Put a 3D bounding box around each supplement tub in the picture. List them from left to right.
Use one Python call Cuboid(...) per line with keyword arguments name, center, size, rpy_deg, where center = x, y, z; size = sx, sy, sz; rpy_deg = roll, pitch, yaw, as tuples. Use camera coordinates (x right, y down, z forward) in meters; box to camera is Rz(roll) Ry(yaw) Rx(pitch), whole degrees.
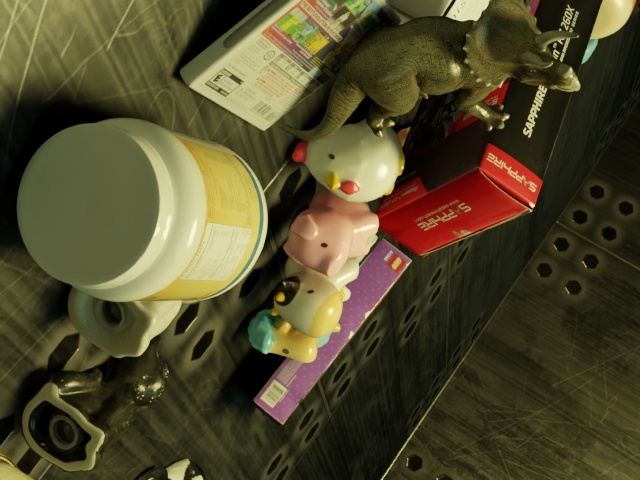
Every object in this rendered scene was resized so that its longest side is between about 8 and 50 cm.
Cuboid(name="supplement tub", center=(-0.141, -0.022, 0.932), size=(0.144, 0.144, 0.199), rpy_deg=(-60, 162, 7))

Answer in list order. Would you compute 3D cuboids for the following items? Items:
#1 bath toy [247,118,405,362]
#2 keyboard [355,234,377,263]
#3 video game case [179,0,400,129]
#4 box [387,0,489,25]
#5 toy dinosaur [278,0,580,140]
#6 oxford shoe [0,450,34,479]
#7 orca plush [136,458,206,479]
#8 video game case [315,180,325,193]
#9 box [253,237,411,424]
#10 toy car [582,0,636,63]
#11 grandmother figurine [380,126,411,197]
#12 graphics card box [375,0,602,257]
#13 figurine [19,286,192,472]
Cuboid(name="bath toy", center=(0.000, 0.000, 1.407), size=(0.129, 0.151, 0.348), rpy_deg=(3, 133, -18))
Cuboid(name="keyboard", center=(0.016, 0.074, 1.626), size=(0.072, 0.014, 0.256), rpy_deg=(-48, 175, -37))
Cuboid(name="video game case", center=(-0.022, -0.186, 1.076), size=(0.183, 0.023, 0.201), rpy_deg=(-37, 165, 10))
Cuboid(name="box", center=(0.168, -0.332, 1.278), size=(0.262, 0.126, 0.231), rpy_deg=(-58, 162, 1))
Cuboid(name="toy dinosaur", center=(0.103, -0.175, 1.135), size=(0.160, 0.313, 0.121), rpy_deg=(56, 35, -62))
Cuboid(name="oxford shoe", center=(-0.285, 0.292, 1.064), size=(0.140, 0.146, 0.397), rpy_deg=(-55, 162, -7))
Cuboid(name="orca plush", center=(-0.221, 0.385, 1.470), size=(0.151, 0.102, 0.287), rpy_deg=(-64, 162, 18))
Cuboid(name="video game case", center=(0.037, -0.073, 1.539), size=(0.143, 0.019, 0.157), rpy_deg=(-47, 160, -30))
Cuboid(name="box", center=(0.013, 0.140, 1.658), size=(0.293, 0.057, 0.201), rpy_deg=(-51, 177, -9))
Cuboid(name="toy car", center=(0.354, -0.412, 1.565), size=(0.238, 0.210, 0.219), rpy_deg=(-63, 177, -30))
Cuboid(name="grandmother figurine", center=(0.205, -0.154, 1.748), size=(0.207, 0.104, 0.342), rpy_deg=(-36, 178, 30))
Cuboid(name="graphics card box", center=(0.214, -0.177, 1.414), size=(0.233, 0.094, 0.371), rpy_deg=(-27, -146, 58))
Cuboid(name="figurine", center=(-0.186, 0.098, 1.136), size=(0.215, 0.092, 0.209), rpy_deg=(-65, 169, 18))
